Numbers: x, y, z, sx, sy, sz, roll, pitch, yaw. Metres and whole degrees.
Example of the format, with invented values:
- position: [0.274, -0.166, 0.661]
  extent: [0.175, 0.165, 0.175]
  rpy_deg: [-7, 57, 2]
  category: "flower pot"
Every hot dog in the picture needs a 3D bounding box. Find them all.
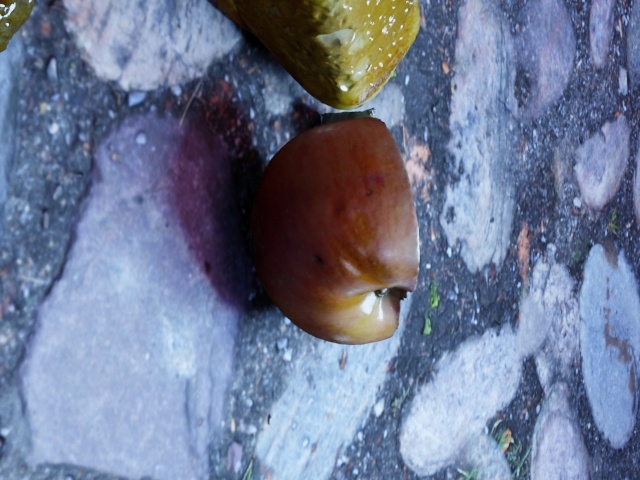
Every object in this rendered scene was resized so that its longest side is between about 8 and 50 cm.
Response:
- position: [-0.012, -0.330, 1.270]
  extent: [0.185, 0.223, 0.405]
  rpy_deg: [-57, 163, -14]
  category: "hot dog"

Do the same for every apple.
- position: [0.000, 0.000, 1.297]
  extent: [0.293, 0.163, 0.251]
  rpy_deg: [97, -20, -47]
  category: "apple"

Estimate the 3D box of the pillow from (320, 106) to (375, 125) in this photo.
- position: [0.053, -0.068, 1.449]
  extent: [0.050, 0.148, 0.230]
  rpy_deg: [-18, 104, -28]
  category: "pillow"

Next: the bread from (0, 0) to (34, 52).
- position: [-0.346, -0.258, 0.931]
  extent: [0.230, 0.123, 0.230]
  rpy_deg: [2, 88, -51]
  category: "bread"
